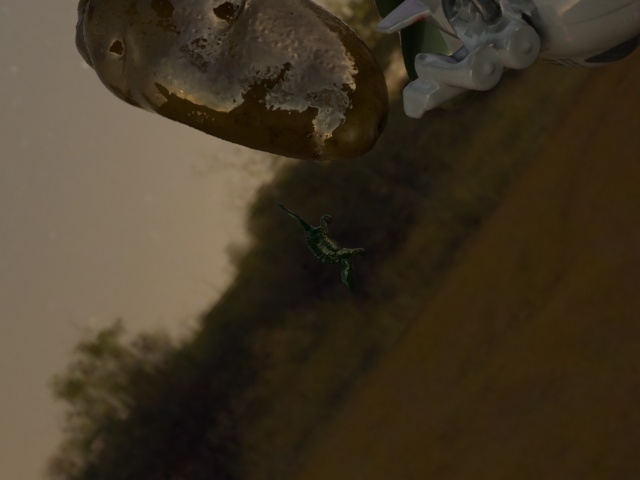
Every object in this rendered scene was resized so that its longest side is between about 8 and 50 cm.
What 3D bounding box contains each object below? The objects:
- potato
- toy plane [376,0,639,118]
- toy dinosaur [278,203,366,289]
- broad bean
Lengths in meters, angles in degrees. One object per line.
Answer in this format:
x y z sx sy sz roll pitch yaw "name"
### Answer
-0.091 -0.198 1.755 0.195 0.369 0.176 -33 -34 -64 "potato"
0.146 -0.176 1.195 0.252 0.118 0.252 -26 25 13 "toy plane"
0.001 0.000 1.732 0.029 0.120 0.060 -50 -7 28 "toy dinosaur"
0.110 -0.214 1.504 0.169 0.100 0.228 96 165 -50 "broad bean"
